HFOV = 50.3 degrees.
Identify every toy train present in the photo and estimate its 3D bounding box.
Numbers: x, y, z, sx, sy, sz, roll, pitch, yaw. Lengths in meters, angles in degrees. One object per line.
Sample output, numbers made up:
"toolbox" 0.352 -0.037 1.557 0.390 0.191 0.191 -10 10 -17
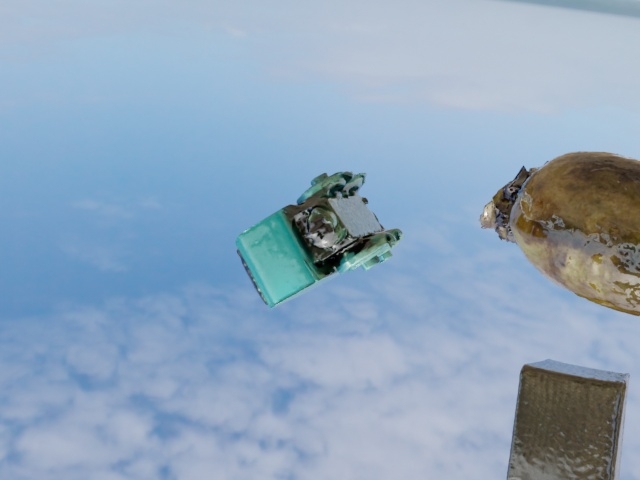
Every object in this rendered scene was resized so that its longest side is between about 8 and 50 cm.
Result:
"toy train" 0.000 0.000 0.732 0.154 0.107 0.198 -31 175 16

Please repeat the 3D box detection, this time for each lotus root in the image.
"lotus root" 0.304 -0.005 0.665 0.169 0.141 0.314 -3 -157 -42

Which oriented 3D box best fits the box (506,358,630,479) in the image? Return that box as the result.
"box" 0.393 0.289 1.056 0.143 0.184 0.273 6 176 27
